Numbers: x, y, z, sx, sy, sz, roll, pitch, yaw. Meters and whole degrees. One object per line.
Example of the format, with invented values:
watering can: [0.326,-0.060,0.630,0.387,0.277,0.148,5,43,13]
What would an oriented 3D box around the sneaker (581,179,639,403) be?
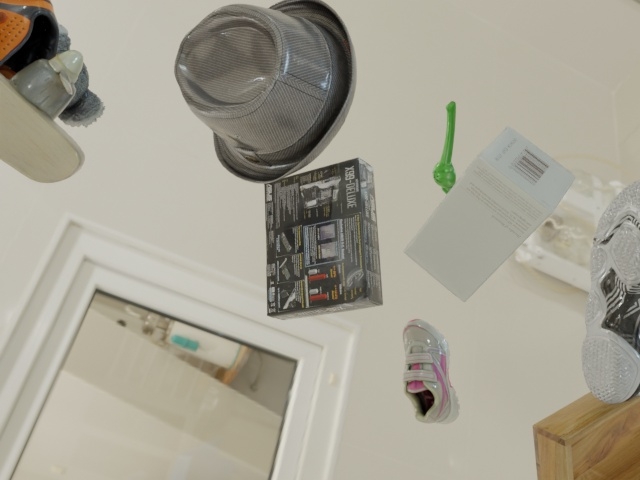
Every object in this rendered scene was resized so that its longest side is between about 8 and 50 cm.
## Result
sneaker: [0.555,0.086,1.025,0.137,0.210,0.365,-122,35,-76]

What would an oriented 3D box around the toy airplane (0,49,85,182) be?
toy airplane: [-0.455,-0.252,0.688,0.272,0.385,0.386,-71,-19,-60]

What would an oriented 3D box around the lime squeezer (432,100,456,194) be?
lime squeezer: [0.282,-0.128,1.254,0.110,0.310,0.059,-50,36,-8]

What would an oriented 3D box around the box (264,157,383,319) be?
box: [0.000,0.000,1.353,0.243,0.076,0.307,-13,71,28]

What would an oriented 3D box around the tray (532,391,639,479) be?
tray: [0.554,0.352,1.152,0.076,0.411,0.202,14,117,59]

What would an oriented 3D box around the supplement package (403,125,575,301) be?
supplement package: [0.203,-0.030,0.785,0.105,0.105,0.179,-41,-13,-46]

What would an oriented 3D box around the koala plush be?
koala plush: [-0.488,-0.254,1.071,0.203,0.221,0.196,-88,-15,-61]

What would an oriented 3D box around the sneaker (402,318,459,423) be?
sneaker: [0.242,0.305,1.471,0.103,0.111,0.252,-24,76,35]

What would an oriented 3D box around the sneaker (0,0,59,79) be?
sneaker: [-0.492,-0.235,0.831,0.321,0.180,0.124,-35,-15,-4]

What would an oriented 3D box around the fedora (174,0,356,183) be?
fedora: [-0.089,-0.200,0.780,0.275,0.124,0.243,32,101,41]
